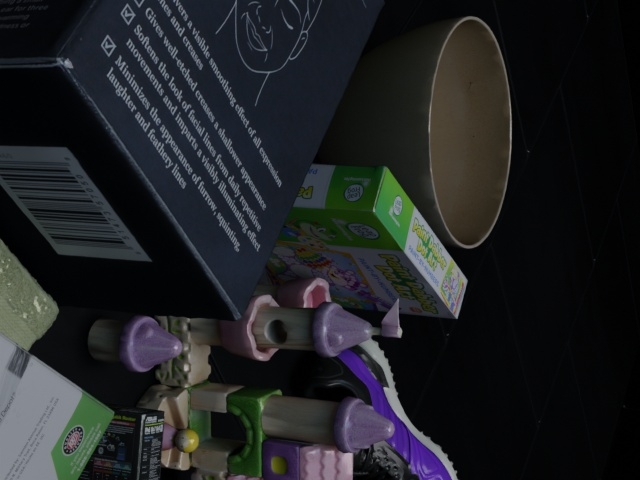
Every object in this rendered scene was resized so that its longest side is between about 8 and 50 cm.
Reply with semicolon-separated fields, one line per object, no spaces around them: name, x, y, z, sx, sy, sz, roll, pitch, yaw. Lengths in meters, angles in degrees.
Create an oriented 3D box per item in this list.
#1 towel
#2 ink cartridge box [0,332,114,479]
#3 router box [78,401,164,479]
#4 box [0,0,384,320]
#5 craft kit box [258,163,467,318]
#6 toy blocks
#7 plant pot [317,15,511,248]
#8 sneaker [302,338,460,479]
towel;-0.275;0.053;0.908;0.110;0.027;0.148;-61;143;-30
ink cartridge box;-0.276;0.142;0.826;0.160;0.093;0.219;-61;144;-19
router box;-0.197;0.186;0.972;0.038;0.122;0.092;8;86;-66
box;-0.137;-0.179;0.957;0.293;0.212;0.395;61;42;-44
craft kit box;0.000;0.000;1.190;0.250;0.247;0.061;48;51;-52
toy blocks;-0.050;0.193;1.099;0.309;0.260;0.288;-10;101;-61
plant pot;0.107;-0.137;1.432;0.284;0.191;0.284;-12;103;-61
sneaker;0.065;0.269;1.422;0.293;0.102;0.146;58;34;-4
